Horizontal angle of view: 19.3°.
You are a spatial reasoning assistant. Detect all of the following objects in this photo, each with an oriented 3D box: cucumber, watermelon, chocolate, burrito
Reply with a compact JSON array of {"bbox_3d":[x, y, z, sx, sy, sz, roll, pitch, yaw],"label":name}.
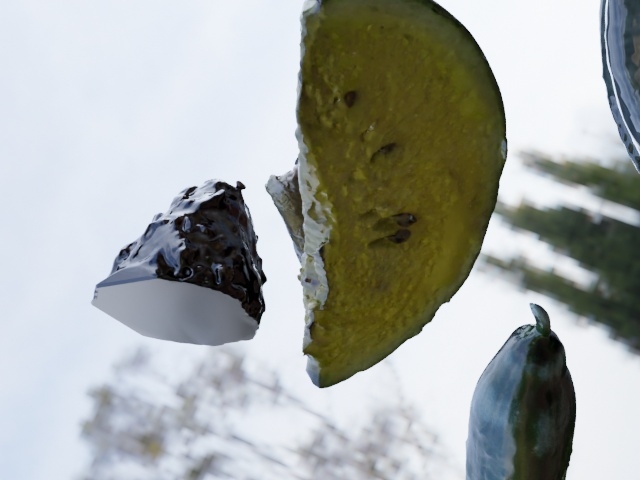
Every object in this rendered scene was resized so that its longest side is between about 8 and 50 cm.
[{"bbox_3d":[0.103,0.125,0.978,0.056,0.056,0.250,-44,-36,-43],"label":"cucumber"},{"bbox_3d":[0.034,-0.050,1.131,0.129,0.123,0.301,-41,-37,-36],"label":"watermelon"},{"bbox_3d":[-0.110,0.009,1.674,0.156,0.156,0.133,65,-147,-58],"label":"chocolate"},{"bbox_3d":[0.000,0.001,1.641,0.051,0.042,0.171,-22,-53,2],"label":"burrito"}]

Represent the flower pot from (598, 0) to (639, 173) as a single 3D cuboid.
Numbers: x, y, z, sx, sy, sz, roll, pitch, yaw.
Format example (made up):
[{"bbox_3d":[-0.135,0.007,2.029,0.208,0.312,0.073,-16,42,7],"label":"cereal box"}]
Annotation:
[{"bbox_3d":[0.276,-0.129,0.947,0.283,0.299,0.299,-14,-58,-75],"label":"flower pot"}]
